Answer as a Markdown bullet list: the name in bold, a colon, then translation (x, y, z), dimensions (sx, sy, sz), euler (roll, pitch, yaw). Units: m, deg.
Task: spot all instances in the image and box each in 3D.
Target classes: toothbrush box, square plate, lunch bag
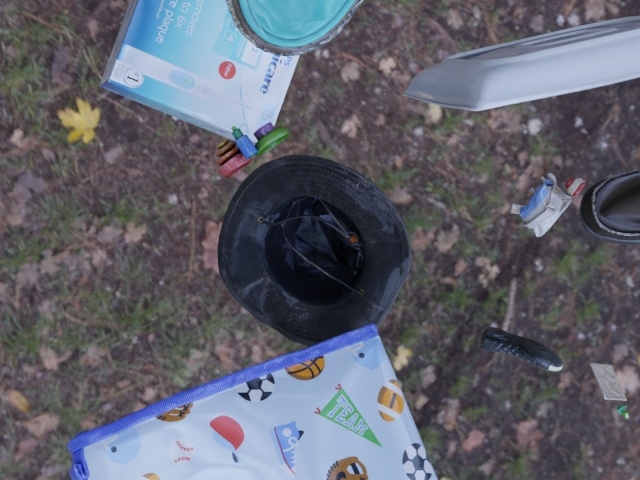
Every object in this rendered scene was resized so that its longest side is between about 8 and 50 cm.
- **toothbrush box**: translation (-0.204, -0.315, 1.554), dimensions (0.295, 0.126, 0.216), euler (21, 88, -23)
- **square plate**: translation (0.296, -0.224, 1.079), dimensions (0.347, 0.344, 0.049), euler (-13, 104, -5)
- **lunch bag**: translation (-0.073, 0.321, 1.067), dimensions (0.385, 0.328, 0.239), euler (-18, 166, -24)

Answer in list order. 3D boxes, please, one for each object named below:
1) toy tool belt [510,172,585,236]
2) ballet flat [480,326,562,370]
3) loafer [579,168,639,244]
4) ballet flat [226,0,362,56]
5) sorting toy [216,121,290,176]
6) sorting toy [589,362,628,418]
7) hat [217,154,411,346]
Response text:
- **toy tool belt**: translation (0.257, -0.049, 1.015), dimensions (0.052, 0.051, 0.083), euler (-33, 160, -54)
- **ballet flat**: translation (0.408, 0.225, 1.804), dimensions (0.057, 0.173, 0.049), euler (-33, 138, -51)
- **loafer**: translation (0.372, -0.049, 0.886), dimensions (0.220, 0.080, 0.078), euler (-9, 168, 13)
- **ballet flat**: translation (0.010, -0.408, 0.757), dimensions (0.164, 0.182, 0.483), euler (6, 114, -15)
- **sorting toy**: translation (-0.090, -0.119, 1.082), dimensions (0.102, 0.042, 0.061), euler (-34, 178, 6)
- **sorting toy**: translation (0.420, 0.218, 1.288), dimensions (0.062, 0.083, 0.012), euler (14, 139, -40)
- **hat**: translation (0.000, 0.000, 1.411), dimensions (0.134, 0.331, 0.331), euler (-54, 161, -58)
